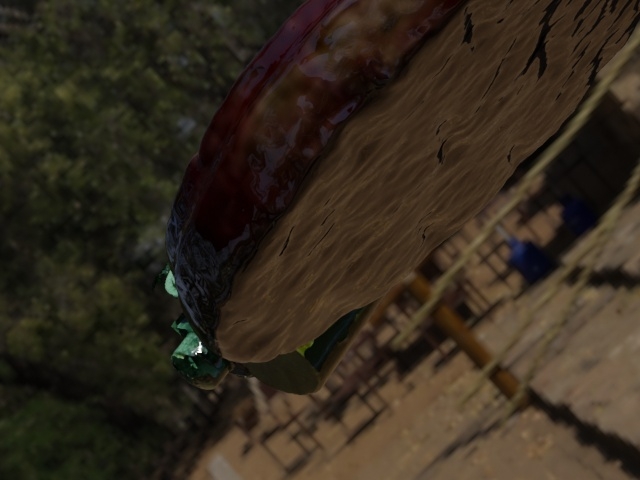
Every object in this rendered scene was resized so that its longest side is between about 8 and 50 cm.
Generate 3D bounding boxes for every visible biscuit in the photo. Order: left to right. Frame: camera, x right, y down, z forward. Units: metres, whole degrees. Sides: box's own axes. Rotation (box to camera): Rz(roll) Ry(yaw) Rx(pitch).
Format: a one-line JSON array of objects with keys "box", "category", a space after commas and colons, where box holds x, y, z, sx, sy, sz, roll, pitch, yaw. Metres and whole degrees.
[{"box": [0.063, -0.092, 0.891, 0.407, 0.091, 0.407, -41, -14, -12], "category": "biscuit"}]

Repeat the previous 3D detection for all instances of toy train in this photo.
[{"box": [-0.004, -0.006, 1.190, 0.189, 0.126, 0.307, -9, 38, 55], "category": "toy train"}]
